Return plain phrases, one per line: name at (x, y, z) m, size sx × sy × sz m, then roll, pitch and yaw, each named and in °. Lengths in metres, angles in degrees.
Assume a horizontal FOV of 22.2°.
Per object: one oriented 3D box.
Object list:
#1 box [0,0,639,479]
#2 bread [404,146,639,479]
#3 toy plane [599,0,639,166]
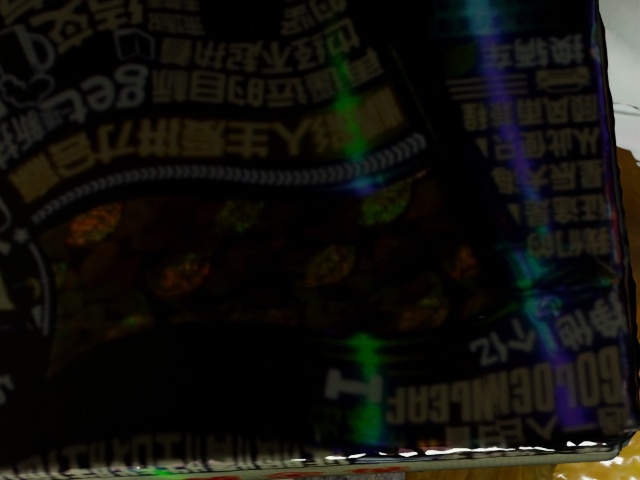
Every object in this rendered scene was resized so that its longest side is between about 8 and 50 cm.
box at (-0.009, -0.079, 0.533) m, size 0.198 × 0.310 × 0.084 m, roll -4°, pitch 169°, yaw 5°
bread at (0.208, 0.076, 1.138) m, size 0.215 × 0.398 × 0.398 m, roll 9°, pitch 163°, yaw -18°
toy plane at (0.158, -0.112, 0.841) m, size 0.252 × 0.118 × 0.252 m, roll 14°, pitch 175°, yaw 1°
